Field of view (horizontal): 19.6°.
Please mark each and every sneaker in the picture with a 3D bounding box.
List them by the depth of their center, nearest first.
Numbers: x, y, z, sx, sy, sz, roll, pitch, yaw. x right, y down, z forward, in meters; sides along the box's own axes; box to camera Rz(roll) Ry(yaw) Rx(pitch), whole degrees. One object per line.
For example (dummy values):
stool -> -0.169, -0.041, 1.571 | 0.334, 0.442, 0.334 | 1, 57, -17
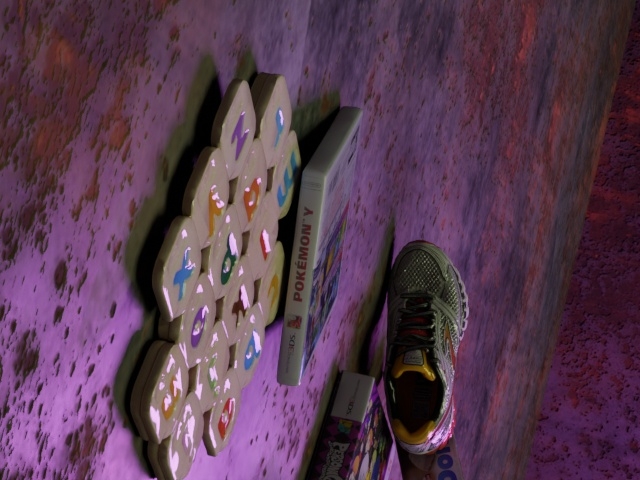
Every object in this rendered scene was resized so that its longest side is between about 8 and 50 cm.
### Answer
sneaker -> 0.109, 0.111, 1.931 | 0.093, 0.088, 0.225 | 31, 57, -78

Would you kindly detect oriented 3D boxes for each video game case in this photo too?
video game case -> 0.000, 0.000, 1.541 | 0.201, 0.023, 0.183 | -64, 163, -69
video game case -> 0.024, 0.270, 1.888 | 0.232, 0.041, 0.210 | 73, 31, -64

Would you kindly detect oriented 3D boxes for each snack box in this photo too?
snack box -> 0.112, 0.208, 1.991 | 0.022, 0.064, 0.178 | 73, 5, -48

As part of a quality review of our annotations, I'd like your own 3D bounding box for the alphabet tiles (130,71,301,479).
alphabet tiles -> -0.072, 0.026, 1.323 | 0.278, 0.021, 0.284 | 79, 27, -59
